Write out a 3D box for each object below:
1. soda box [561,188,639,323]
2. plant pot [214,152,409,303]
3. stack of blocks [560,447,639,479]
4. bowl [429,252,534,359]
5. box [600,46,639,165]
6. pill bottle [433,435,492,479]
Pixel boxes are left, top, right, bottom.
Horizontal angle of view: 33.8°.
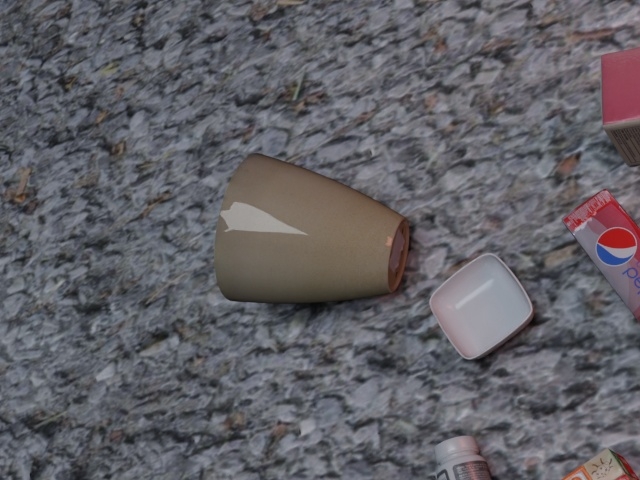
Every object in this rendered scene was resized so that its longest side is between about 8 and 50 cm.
[{"bbox_3d":[0.462,0.051,1.519,0.083,0.092,0.263,-38,56,14],"label":"soda box"},{"bbox_3d":[0.000,0.000,1.754,0.274,0.256,0.257,10,76,18],"label":"plant pot"},{"bbox_3d":[0.332,0.444,1.441,0.297,0.087,0.171,-39,56,13],"label":"stack of blocks"},{"bbox_3d":[0.258,0.107,1.648,0.142,0.053,0.142,-40,55,13],"label":"bowl"},{"bbox_3d":[0.543,-0.208,1.541,0.232,0.148,0.127,-7,66,28],"label":"box"},{"bbox_3d":[0.216,0.364,1.552,0.078,0.078,0.137,-26,59,21],"label":"pill bottle"}]
